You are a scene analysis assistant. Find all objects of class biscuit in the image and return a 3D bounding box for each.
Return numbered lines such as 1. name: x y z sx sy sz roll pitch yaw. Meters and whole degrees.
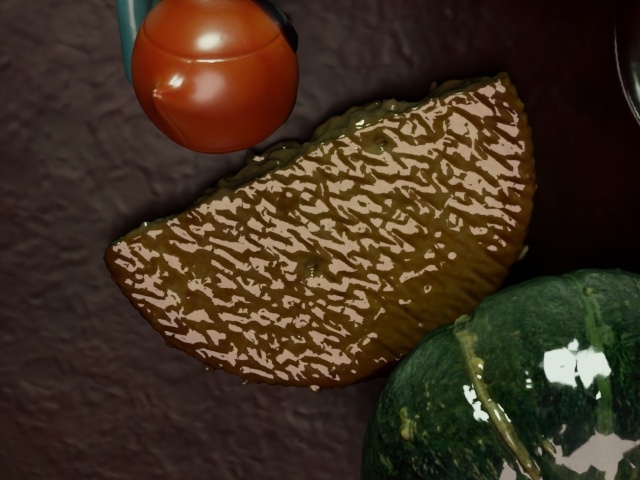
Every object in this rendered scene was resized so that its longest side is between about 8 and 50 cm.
1. biscuit: 0.011 0.007 0.788 0.206 0.025 0.126 -23 109 9

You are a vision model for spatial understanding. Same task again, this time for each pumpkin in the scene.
1. pumpkin: 0.114 0.098 0.759 0.190 0.146 0.190 6 134 6

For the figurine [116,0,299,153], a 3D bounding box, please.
1. figurine: -0.046 -0.082 0.693 0.075 0.140 0.068 -2 115 0
